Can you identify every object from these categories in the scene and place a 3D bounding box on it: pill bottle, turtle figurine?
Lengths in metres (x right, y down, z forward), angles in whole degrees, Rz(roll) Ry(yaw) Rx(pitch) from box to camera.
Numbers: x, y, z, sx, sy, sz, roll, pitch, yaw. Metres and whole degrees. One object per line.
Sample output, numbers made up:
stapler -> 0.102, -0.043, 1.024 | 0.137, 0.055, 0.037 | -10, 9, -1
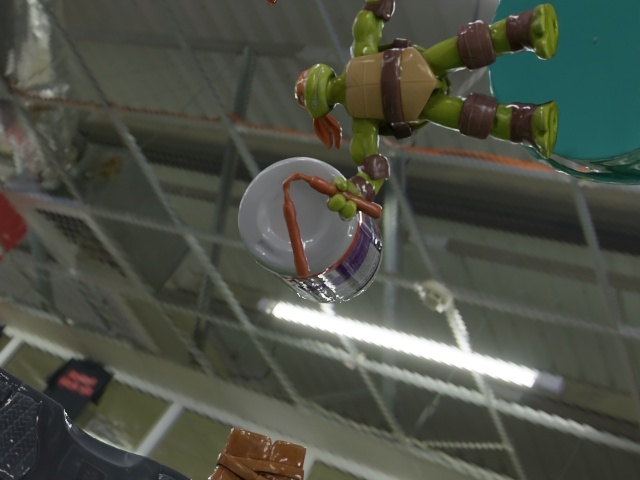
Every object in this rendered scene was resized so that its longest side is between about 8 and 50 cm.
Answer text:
pill bottle -> 0.000, 0.000, 0.989 | 0.108, 0.108, 0.193 | 27, -6, 18
turtle figurine -> 0.067, -0.103, 0.792 | 0.217, 0.270, 0.087 | 2, -6, 21

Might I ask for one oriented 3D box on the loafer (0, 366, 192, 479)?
loafer -> -0.130, 0.169, 0.567 | 0.302, 0.109, 0.095 | 43, -47, -17

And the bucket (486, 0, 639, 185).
bucket -> 0.323, -0.196, 1.119 | 0.281, 0.281, 0.183 | 16, 8, 34

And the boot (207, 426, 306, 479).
boot -> -0.037, 0.301, 1.146 | 0.197, 0.152, 0.073 | 26, -27, -20
